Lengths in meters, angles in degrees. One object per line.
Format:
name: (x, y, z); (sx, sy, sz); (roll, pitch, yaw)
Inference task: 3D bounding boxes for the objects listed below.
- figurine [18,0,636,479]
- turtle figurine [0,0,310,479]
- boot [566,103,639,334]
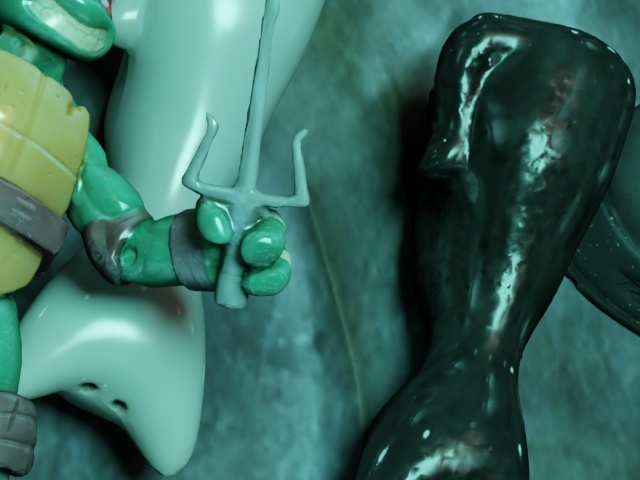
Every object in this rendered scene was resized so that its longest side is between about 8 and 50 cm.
figurine: (0.000, 0.000, 0.650); (0.215, 0.092, 0.209); (22, 64, -20)
turtle figurine: (-0.096, -0.013, 0.534); (0.175, 0.118, 0.234); (23, 75, -17)
boot: (0.275, 0.021, 0.716); (0.338, 0.223, 0.118); (28, 57, -18)
